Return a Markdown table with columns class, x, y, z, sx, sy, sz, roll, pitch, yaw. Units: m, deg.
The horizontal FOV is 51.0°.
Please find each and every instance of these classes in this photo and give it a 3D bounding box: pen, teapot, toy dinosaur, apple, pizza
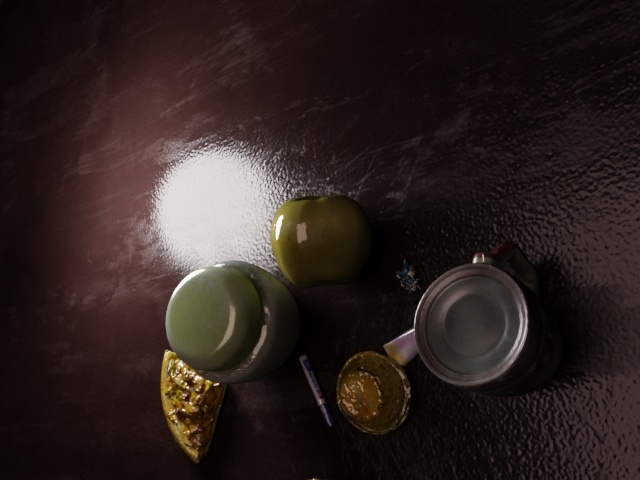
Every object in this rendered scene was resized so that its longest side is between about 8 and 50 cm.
| class | x | y | z | sx | sy | sz | roll | pitch | yaw |
| --- | --- | --- | --- | --- | --- | --- | --- | --- | --- |
| pen | -0.009 | 0.393 | 1.761 | 0.025 | 0.025 | 0.204 | -39 | 62 | 27 |
| teapot | 0.365 | 0.159 | 1.338 | 0.233 | 0.312 | 0.314 | -1 | 71 | 38 |
| toy dinosaur | 0.215 | 0.086 | 1.632 | 0.047 | 0.031 | 0.083 | -34 | 65 | 28 |
| apple | 0.000 | 0.000 | 1.677 | 0.263 | 0.262 | 0.262 | -7 | 79 | 37 |
| pizza | -0.412 | 0.495 | 2.023 | 0.258 | 0.087 | 0.268 | 18 | 96 | 41 |

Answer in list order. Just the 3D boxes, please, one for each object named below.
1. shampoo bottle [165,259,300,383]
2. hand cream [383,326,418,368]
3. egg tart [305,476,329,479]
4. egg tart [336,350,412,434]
| class | x | y | z | sx | sy | sz | roll | pitch | yaw |
| --- | --- | --- | --- | --- | --- | --- | --- | --- | --- |
| shampoo bottle | -0.222 | 0.219 | 1.779 | 0.323 | 0.317 | 0.322 | -9 | 71 | 28 |
| hand cream | 0.224 | 0.241 | 1.599 | 0.174 | 0.047 | 0.076 | -45 | 62 | 34 |
| egg tart | 0.019 | 0.723 | 1.627 | 0.295 | 0.116 | 0.294 | -7 | 74 | 28 |
| egg tart | 0.117 | 0.371 | 1.628 | 0.213 | 0.090 | 0.212 | -2 | 86 | 38 |
